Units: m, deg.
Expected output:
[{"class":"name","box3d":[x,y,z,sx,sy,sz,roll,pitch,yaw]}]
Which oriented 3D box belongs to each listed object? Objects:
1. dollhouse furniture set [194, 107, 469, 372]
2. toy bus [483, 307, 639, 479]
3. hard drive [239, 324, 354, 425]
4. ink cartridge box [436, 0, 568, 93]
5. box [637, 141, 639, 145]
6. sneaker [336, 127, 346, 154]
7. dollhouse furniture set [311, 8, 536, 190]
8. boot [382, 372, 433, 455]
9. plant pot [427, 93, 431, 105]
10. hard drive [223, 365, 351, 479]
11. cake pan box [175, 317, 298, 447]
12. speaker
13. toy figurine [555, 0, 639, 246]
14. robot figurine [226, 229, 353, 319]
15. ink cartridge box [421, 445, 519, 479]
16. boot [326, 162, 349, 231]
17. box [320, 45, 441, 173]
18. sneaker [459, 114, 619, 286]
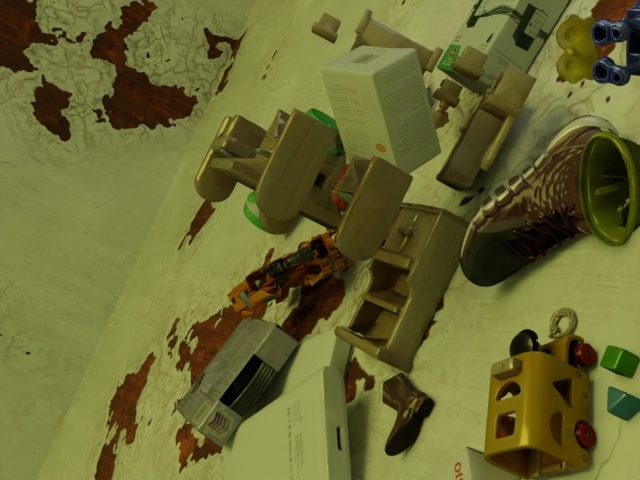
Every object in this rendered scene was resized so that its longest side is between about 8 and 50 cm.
[{"class":"dollhouse furniture set","box3d":[0.000,0.000,1.303,0.256,0.394,0.362,-64,23,-4]},{"class":"toy bus","box3d":[0.246,0.170,0.963,0.191,0.104,0.202,-59,23,8]},{"class":"hard drive","box3d":[-0.058,0.294,1.559,0.318,0.040,0.210,-30,39,52]},{"class":"ink cartridge box","box3d":[0.313,-0.360,1.437,0.208,0.087,0.153,-59,23,6]},{"class":"box","box3d":[0.459,-0.074,0.821,0.257,0.079,0.322,-55,24,22]},{"class":"sneaker","box3d":[0.101,-0.244,1.786,0.227,0.130,0.087,100,-179,-65]},{"class":"dollhouse furniture set","box3d":[0.118,-0.239,1.337,0.174,0.355,0.303,-62,1,0]},{"class":"boot","box3d":[0.111,0.256,1.244,0.106,0.037,0.114,-50,25,-5]},{"class":"plant pot","box3d":[0.182,-0.285,1.661,0.083,0.083,0.079,-53,36,22]},{"class":"hard drive","box3d":[-0.066,0.384,1.396,0.353,0.047,0.233,-42,42,45]},{"class":"cake pan box","box3d":[-0.169,0.268,1.644,0.246,0.070,0.267,-55,14,-13]},{"class":"speaker","box3d":[-0.060,-0.159,1.964,0.296,0.131,0.131,-54,24,19]},{"class":"toy figurine","box3d":[0.386,-0.181,0.843,0.191,0.217,0.362,24,131,54]},{"class":"robot figurine","box3d":[-0.047,0.061,1.667,0.211,0.085,0.291,-24,-4,-46]},{"class":"ink cartridge box","box3d":[0.150,0.357,0.990,0.191,0.082,0.139,-50,25,33]},{"class":"boot","box3d":[0.044,-0.087,1.748,0.059,0.084,0.158,-132,43,-76]},{"class":"box","box3d":[0.092,-0.197,1.263,0.091,0.170,0.130,-33,31,-25]},{"class":"sneaker","box3d":[0.298,-0.022,1.075,0.281,0.106,0.162,-53,27,19]}]
